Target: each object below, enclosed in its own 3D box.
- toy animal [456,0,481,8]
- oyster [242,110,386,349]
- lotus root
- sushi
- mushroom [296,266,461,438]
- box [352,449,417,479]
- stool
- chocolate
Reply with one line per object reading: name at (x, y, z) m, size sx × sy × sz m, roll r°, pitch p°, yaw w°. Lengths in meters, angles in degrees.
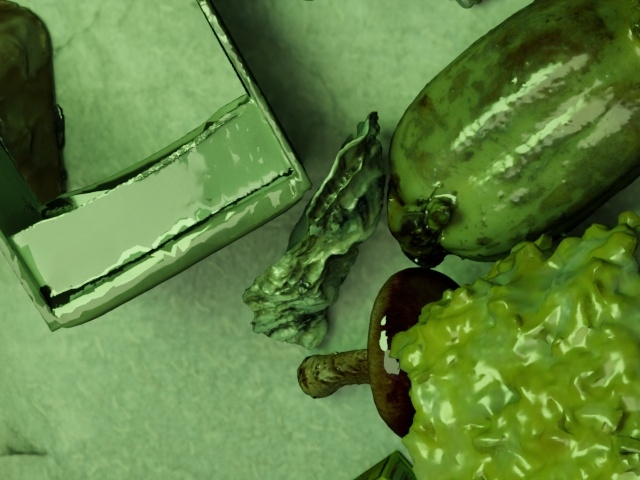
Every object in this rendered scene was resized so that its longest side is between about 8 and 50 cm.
toy animal at (0.018, -0.281, 0.883) m, size 0.273 × 0.160 × 0.197 m, roll 13°, pitch 111°, yaw 5°
oyster at (-0.003, -0.001, 0.971) m, size 0.087 × 0.199 × 0.252 m, roll 22°, pitch 103°, yaw 0°
lotus root at (0.185, -0.094, 0.882) m, size 0.309 × 0.173 × 0.173 m, roll -37°, pitch 95°, yaw 29°
sushi at (0.251, 0.153, 0.819) m, size 0.240 × 0.396 × 0.351 m, roll -31°, pitch 62°, yaw 35°
mushroom at (0.051, 0.118, 1.011) m, size 0.217 × 0.148 × 0.227 m, roll 1°, pitch 135°, yaw 37°
box at (0.093, 0.338, 1.120) m, size 0.141 × 0.064 × 0.220 m, roll -41°, pitch 92°, yaw 25°
stool at (-0.175, -0.104, 0.938) m, size 0.244 × 0.170 × 0.269 m, roll -30°, pitch 101°, yaw 1°
chocolate at (-0.335, -0.119, 1.070) m, size 0.148 × 0.093 × 0.214 m, roll 1°, pitch 109°, yaw 16°
